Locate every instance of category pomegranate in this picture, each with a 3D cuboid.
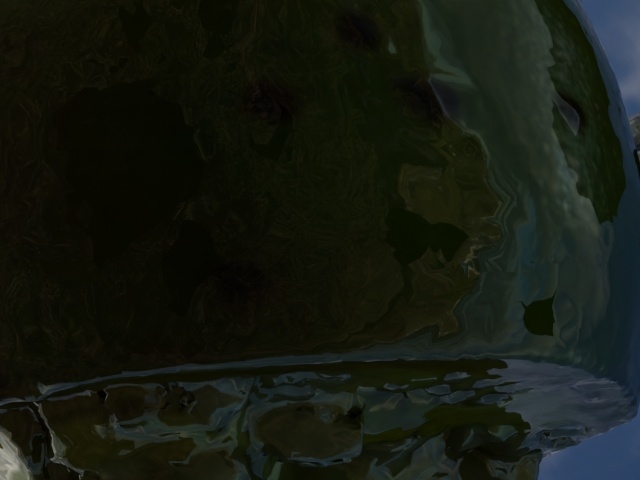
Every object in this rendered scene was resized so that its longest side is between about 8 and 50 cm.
[{"bbox_3d":[0.000,0.000,0.567,0.260,0.340,0.260,11,-76,52],"label":"pomegranate"}]
